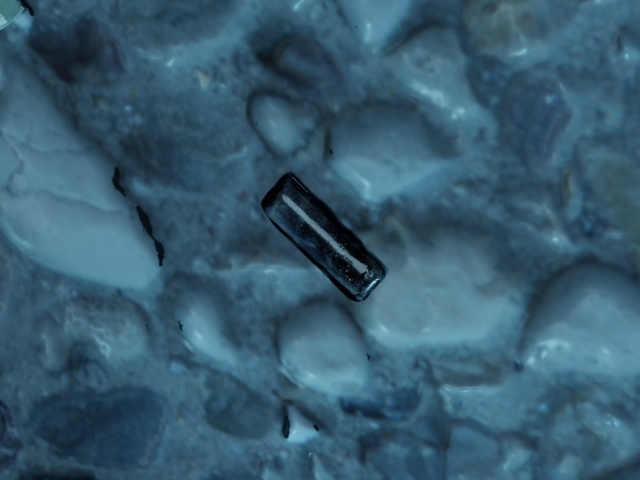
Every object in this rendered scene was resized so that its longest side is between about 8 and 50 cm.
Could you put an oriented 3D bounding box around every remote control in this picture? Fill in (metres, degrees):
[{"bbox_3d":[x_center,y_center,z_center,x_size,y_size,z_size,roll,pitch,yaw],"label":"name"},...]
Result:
[{"bbox_3d":[0.000,0.000,1.291,0.096,0.014,0.039,45,130,4],"label":"remote control"}]

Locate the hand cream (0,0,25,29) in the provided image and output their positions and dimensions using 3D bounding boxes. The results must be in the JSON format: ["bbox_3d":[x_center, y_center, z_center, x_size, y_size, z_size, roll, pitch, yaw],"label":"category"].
[{"bbox_3d":[-0.341,-0.121,1.432,0.320,0.067,0.109,-37,90,36],"label":"hand cream"}]
